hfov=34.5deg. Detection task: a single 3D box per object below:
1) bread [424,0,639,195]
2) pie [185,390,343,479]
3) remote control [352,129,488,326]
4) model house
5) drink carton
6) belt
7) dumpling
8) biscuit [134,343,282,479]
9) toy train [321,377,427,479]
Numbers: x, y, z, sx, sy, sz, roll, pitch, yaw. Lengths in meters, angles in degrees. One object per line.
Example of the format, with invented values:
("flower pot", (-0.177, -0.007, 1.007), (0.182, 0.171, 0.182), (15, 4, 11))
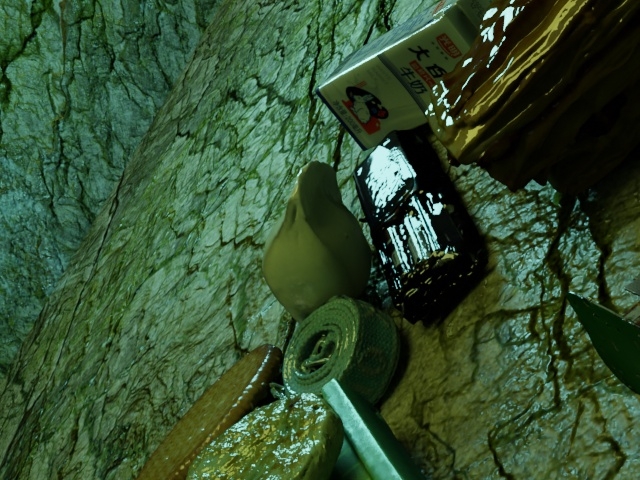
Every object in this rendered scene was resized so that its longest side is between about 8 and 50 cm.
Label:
("bread", (0.271, -0.210, 1.109), (0.314, 0.191, 0.370), (-51, 9, 21))
("pie", (-0.056, 0.214, 0.975), (0.187, 0.041, 0.187), (-32, 22, 14))
("remote control", (0.111, -0.033, 1.328), (0.144, 0.062, 0.399), (-48, 23, 16))
("model house", (0.283, 0.071, 0.793), (0.088, 0.117, 0.167), (-39, 19, -7))
("drink carton", (0.140, -0.243, 1.467), (0.315, 0.130, 0.106), (-20, 26, 55))
("belt", (0.024, 0.142, 1.223), (0.163, 0.082, 0.148), (12, 78, 63))
("dumpling", (0.000, 0.000, 1.310), (0.131, 0.252, 0.179), (1, 40, 23))
("biscuit", (-0.155, 0.257, 1.389), (0.305, 0.038, 0.305), (-46, 7, 7))
("toy train", (0.014, 0.270, 0.974), (0.202, 0.120, 0.301), (-40, 22, -2))
